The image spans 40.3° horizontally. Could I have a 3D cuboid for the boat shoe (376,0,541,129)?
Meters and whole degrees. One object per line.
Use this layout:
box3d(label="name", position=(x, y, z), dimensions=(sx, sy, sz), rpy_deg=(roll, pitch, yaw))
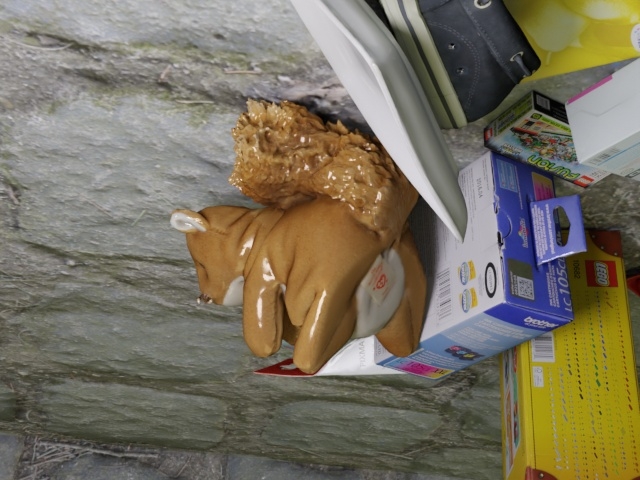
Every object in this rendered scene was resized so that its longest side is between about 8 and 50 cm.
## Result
box3d(label="boat shoe", position=(0.113, -0.287, 0.836), dimensions=(0.156, 0.187, 0.500), rpy_deg=(-24, 148, 10))

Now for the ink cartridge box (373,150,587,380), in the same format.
box3d(label="ink cartridge box", position=(0.252, 0.041, 1.427), dimensions=(0.151, 0.270, 0.395), rpy_deg=(15, 149, -27))

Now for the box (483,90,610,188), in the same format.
box3d(label="box", position=(0.363, -0.148, 1.317), dimensions=(0.207, 0.036, 0.114), rpy_deg=(18, 148, -24))

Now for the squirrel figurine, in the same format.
box3d(label="squirrel figurine", position=(-0.045, -0.021, 1.356), dimensions=(0.370, 0.397, 0.281), rpy_deg=(19, -162, 38))

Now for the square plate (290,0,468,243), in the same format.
box3d(label="square plate", position=(0.051, -0.200, 1.005), dimensions=(0.049, 0.347, 0.344), rpy_deg=(-34, 143, 4))

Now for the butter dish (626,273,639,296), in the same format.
box3d(label="butter dish", position=(0.690, 0.121, 1.676), dimensions=(0.159, 0.118, 0.160), rpy_deg=(-23, 141, 37))

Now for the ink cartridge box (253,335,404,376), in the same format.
box3d(label="ink cartridge box", position=(0.081, 0.227, 1.849), dimensions=(0.384, 0.091, 0.308), rpy_deg=(-2, 177, 12))

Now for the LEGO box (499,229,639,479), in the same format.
box3d(label="LEGO box", position=(0.444, 0.283, 1.603), dimensions=(0.193, 0.500, 0.372), rpy_deg=(1, 151, 6))

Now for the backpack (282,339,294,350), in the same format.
box3d(label="backpack", position=(-0.025, 0.144, 1.779), dimensions=(0.165, 0.144, 0.188), rpy_deg=(-23, 145, 30))

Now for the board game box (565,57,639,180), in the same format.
box3d(label="board game box", position=(0.508, -0.162, 1.150), dimensions=(0.303, 0.098, 0.224), rpy_deg=(11, 152, -38))

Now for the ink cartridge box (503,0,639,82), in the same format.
box3d(label="ink cartridge box", position=(0.227, -0.303, 1.028), dimensions=(0.307, 0.072, 0.303), rpy_deg=(-12, 147, 23))
